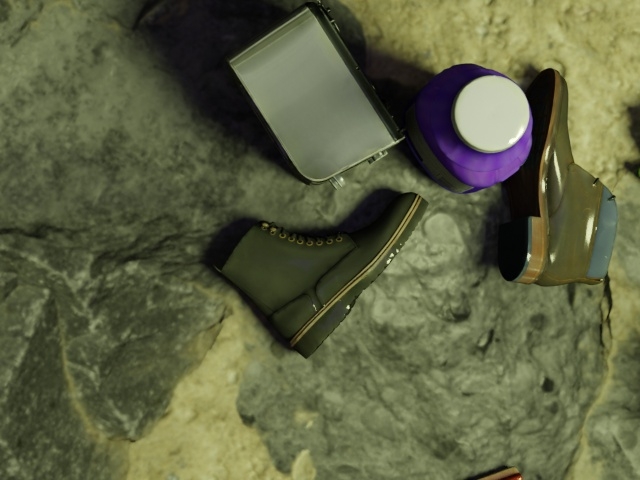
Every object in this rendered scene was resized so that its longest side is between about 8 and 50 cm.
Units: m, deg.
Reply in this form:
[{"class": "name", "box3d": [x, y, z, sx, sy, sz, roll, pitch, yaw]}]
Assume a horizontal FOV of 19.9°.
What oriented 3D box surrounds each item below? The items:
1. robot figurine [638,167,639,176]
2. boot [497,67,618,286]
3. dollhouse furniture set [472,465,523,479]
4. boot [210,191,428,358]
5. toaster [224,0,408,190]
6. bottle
[{"class": "robot figurine", "box3d": [0.371, -0.084, 1.829, 0.101, 0.067, 0.115, -26, 91, 24]}, {"class": "boot", "box3d": [0.245, -0.058, 1.832, 0.106, 0.082, 0.219, 12, 84, -25]}, {"class": "dollhouse furniture set", "box3d": [0.187, 0.310, 1.717, 0.262, 0.259, 0.135, -20, 94, 0]}, {"class": "boot", "box3d": [0.000, 0.000, 1.809, 0.137, 0.077, 0.198, 40, 86, 3]}, {"class": "toaster", "box3d": [-0.008, -0.142, 1.759, 0.110, 0.168, 0.185, -33, 92, -2]}, {"class": "bottle", "box3d": [0.141, -0.107, 1.710, 0.092, 0.283, 0.118, -36, 90, -3]}]
